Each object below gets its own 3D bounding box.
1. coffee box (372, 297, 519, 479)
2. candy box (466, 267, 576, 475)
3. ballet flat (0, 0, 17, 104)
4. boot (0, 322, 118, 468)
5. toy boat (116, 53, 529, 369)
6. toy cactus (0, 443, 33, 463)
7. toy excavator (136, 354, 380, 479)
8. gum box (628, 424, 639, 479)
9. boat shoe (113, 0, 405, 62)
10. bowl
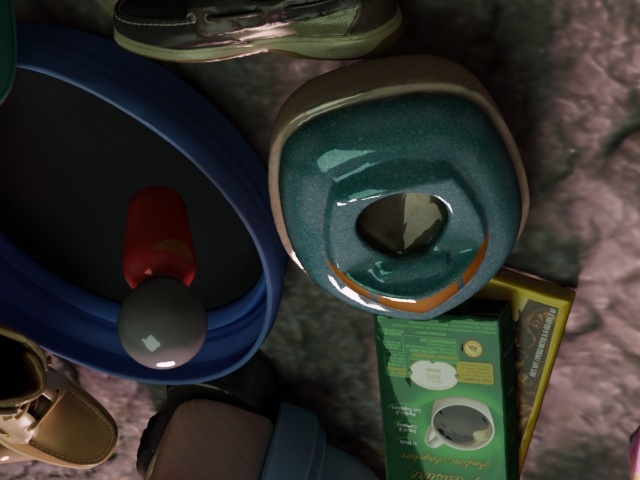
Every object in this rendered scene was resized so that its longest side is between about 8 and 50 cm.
[{"bbox_3d":[0.107,0.136,1.263,0.113,0.040,0.184,2,112,22],"label":"coffee box"},{"bbox_3d":[0.140,0.118,1.282,0.105,0.027,0.206,19,118,14],"label":"candy box"},{"bbox_3d":[-0.329,-0.254,1.126,0.124,0.116,0.342,11,130,44],"label":"ballet flat"},{"bbox_3d":[-0.291,0.151,1.486,0.262,0.095,0.203,38,163,-18],"label":"boot"},{"bbox_3d":[0.000,0.000,1.123,0.318,0.148,0.267,-14,143,9],"label":"toy boat"},{"bbox_3d":[-0.400,0.217,1.696,0.180,0.112,0.219,15,126,-43],"label":"toy cactus"},{"bbox_3d":[-0.004,0.353,1.563,0.445,0.222,0.433,21,143,-5],"label":"toy excavator"},{"bbox_3d":[0.350,0.174,1.246,0.188,0.062,0.107,15,139,16],"label":"gum box"},{"bbox_3d":[-0.050,-0.176,1.092,0.223,0.080,0.073,4,129,19],"label":"boat shoe"},{"bbox_3d":[-0.207,-0.029,1.344,0.391,0.077,0.391,16,140,14],"label":"bowl"}]
